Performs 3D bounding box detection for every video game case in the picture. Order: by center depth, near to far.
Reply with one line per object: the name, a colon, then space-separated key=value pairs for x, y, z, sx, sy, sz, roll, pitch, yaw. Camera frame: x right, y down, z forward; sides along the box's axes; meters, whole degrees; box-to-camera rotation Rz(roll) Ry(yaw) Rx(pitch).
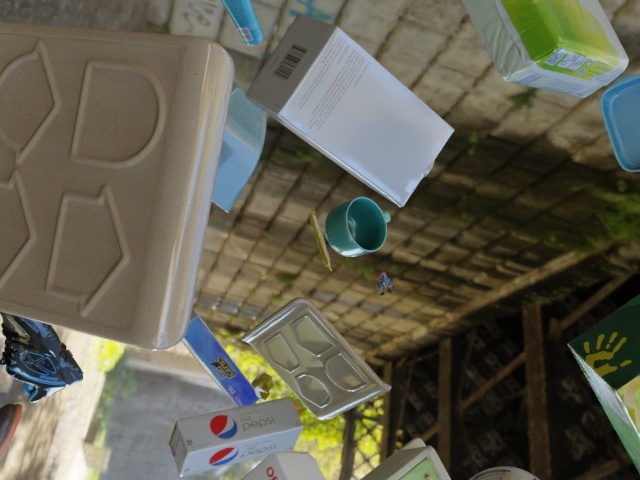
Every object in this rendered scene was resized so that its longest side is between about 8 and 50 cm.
video game case: x=-0.275 y=0.253 z=1.843 sx=0.061 sy=0.270 sz=0.244 roll=-39 pitch=-154 yaw=-13

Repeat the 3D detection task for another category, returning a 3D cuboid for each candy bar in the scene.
candy bar: x=0.000 y=0.000 z=1.972 sx=0.040 sy=0.018 sz=0.162 roll=47 pitch=25 yaw=-76

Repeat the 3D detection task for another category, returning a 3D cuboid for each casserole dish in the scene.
casserole dish: x=0.585 y=-0.211 z=1.429 sx=0.114 sy=0.037 sz=0.189 roll=-20 pitch=-103 yaw=28

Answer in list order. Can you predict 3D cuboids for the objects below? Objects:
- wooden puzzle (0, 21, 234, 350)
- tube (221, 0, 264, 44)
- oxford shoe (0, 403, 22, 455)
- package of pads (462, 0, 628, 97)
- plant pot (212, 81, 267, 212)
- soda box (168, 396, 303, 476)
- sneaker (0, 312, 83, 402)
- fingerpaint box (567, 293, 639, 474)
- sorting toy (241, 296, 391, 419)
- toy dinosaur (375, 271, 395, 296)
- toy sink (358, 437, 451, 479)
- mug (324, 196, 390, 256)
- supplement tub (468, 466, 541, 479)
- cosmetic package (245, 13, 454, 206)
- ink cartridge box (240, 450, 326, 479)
wooden puzzle: x=-0.272 y=-0.070 z=0.869 sx=0.080 sy=0.347 sz=0.323 roll=10 pitch=90 yaw=-72
tube: x=-0.190 y=-0.545 z=1.818 sx=0.207 sy=0.080 sz=0.052 roll=61 pitch=16 yaw=-53
oxford shoe: x=-0.687 y=0.400 z=1.518 sx=0.271 sy=0.098 sz=0.097 roll=-42 pitch=-151 yaw=11
package of pads: x=0.284 y=-0.343 z=1.076 sx=0.101 sy=0.229 sz=0.297 roll=-35 pitch=-112 yaw=39
plant pot: x=-0.276 y=-0.265 z=1.880 sx=0.247 sy=0.247 sz=0.252 roll=36 pitch=-93 yaw=37
soda box: x=-0.143 y=0.332 z=1.337 sx=0.069 sy=0.216 sz=0.074 roll=58 pitch=-40 yaw=37
sneaker: x=-0.644 y=0.237 z=1.723 sx=0.125 sy=0.139 sz=0.341 roll=40 pitch=-25 yaw=42
fingerpaint box: x=0.713 y=0.260 z=1.422 sx=0.371 sy=0.445 sz=0.163 roll=-35 pitch=-151 yaw=2
sorting toy: x=-0.034 y=0.229 z=1.414 sx=0.307 sy=0.229 sz=0.041 roll=-38 pitch=-172 yaw=48
toy dinosaur: x=0.160 y=0.106 z=2.016 sx=0.090 sy=0.047 sz=0.082 roll=-103 pitch=-178 yaw=-58
toy sink: x=0.201 y=0.534 z=1.666 sx=0.131 sy=0.234 sz=0.153 roll=-33 pitch=-96 yaw=54
mug: x=0.083 y=-0.023 z=1.808 sx=0.097 sy=0.157 sz=0.130 roll=-17 pitch=-121 yaw=46
supplement tub: x=0.228 y=0.380 z=0.969 sx=0.199 sy=0.144 sz=0.145 roll=-16 pitch=125 yaw=-73
cosmetic package: x=0.064 y=-0.244 z=1.517 sx=0.197 sy=0.365 sz=0.155 roll=-55 pitch=-141 yaw=2
ink cartridge box: x=-0.100 y=0.540 z=1.423 sx=0.273 sy=0.114 sz=0.198 roll=-45 pitch=-126 yaw=17
